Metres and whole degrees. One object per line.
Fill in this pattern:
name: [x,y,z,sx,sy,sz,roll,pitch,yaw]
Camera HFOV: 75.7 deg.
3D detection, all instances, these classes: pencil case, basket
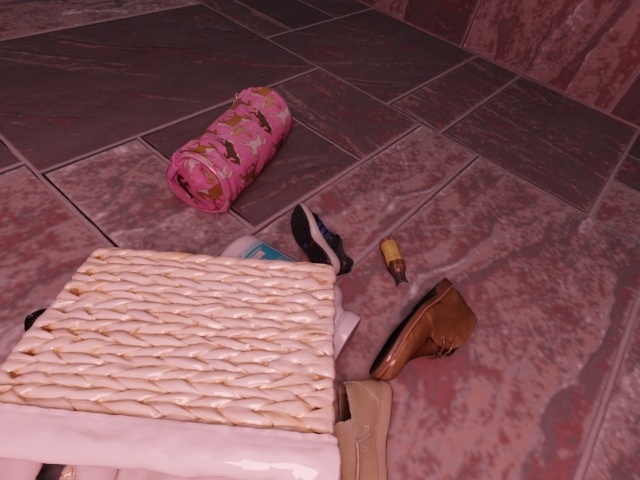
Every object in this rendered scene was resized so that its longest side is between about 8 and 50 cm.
pencil case: [-0.211,-0.234,1.021,0.167,0.159,0.385,15,47,13]
basket: [-0.147,0.211,0.500,0.332,0.328,0.266,3,39,0]

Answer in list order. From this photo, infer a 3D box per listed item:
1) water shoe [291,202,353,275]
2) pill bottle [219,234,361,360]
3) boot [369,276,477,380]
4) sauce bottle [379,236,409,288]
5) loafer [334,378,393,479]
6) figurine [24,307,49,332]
water shoe: [0.000,0.000,0.926,0.080,0.073,0.203,2,48,-40]
pill bottle: [-0.062,0.110,0.746,0.264,0.146,0.146,30,49,15]
boot: [0.203,0.176,0.758,0.115,0.112,0.305,47,43,14]
sauce bottle: [0.166,0.050,0.921,0.042,0.042,0.128,0,47,-12]
loafer: [0.048,0.325,0.613,0.092,0.101,0.268,15,38,3]
figurine: [-0.502,0.193,0.627,0.215,0.092,0.209,-8,43,-18]
